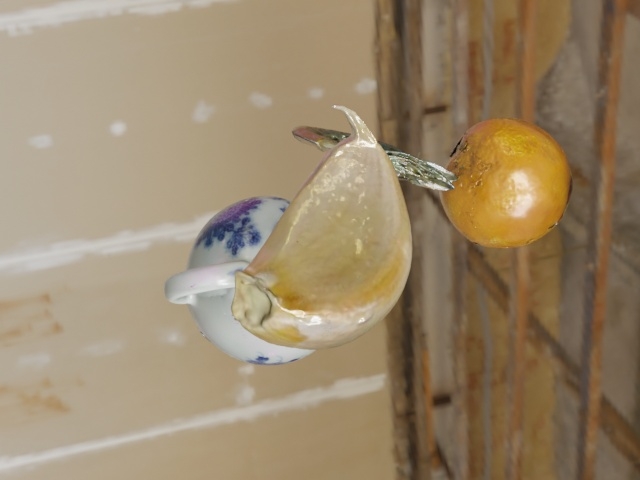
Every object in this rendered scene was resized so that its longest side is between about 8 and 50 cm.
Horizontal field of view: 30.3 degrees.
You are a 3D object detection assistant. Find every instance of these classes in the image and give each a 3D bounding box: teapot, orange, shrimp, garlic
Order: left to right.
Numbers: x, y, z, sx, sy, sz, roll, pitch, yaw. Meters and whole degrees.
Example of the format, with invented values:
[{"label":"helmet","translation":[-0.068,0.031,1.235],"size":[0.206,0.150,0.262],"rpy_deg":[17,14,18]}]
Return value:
[{"label":"teapot","translation":[-0.055,0.052,1.738],"size":[0.280,0.424,0.252],"rpy_deg":[-17,-100,37]},{"label":"garlic","translation":[0.010,0.004,1.184],"size":[0.145,0.244,0.164],"rpy_deg":[2,-33,44]},{"label":"shrimp","translation":[0.092,-0.138,1.985],"size":[0.169,0.296,0.058],"rpy_deg":[-74,-178,-78]},{"label":"orange","translation":[0.343,-0.104,2.192],"size":[0.246,0.246,0.246],"rpy_deg":[169,-90,-76]}]
